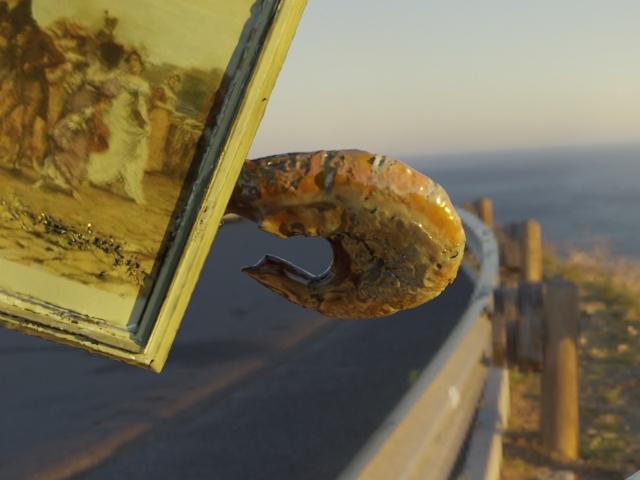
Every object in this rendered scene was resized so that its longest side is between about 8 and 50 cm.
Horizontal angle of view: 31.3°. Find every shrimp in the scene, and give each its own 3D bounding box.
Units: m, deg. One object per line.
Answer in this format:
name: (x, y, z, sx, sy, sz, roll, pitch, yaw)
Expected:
shrimp: (-0.001, 0.001, 0.747, 0.188, 0.132, 0.051, 10, 27, 10)

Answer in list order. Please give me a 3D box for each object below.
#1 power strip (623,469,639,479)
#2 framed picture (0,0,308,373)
power strip: (0.162, 0.119, 0.494, 0.048, 0.030, 0.191, -33, -5, 6)
framed picture: (-0.156, -0.073, 0.465, 0.274, 0.217, 0.017, 17, 14, -15)
